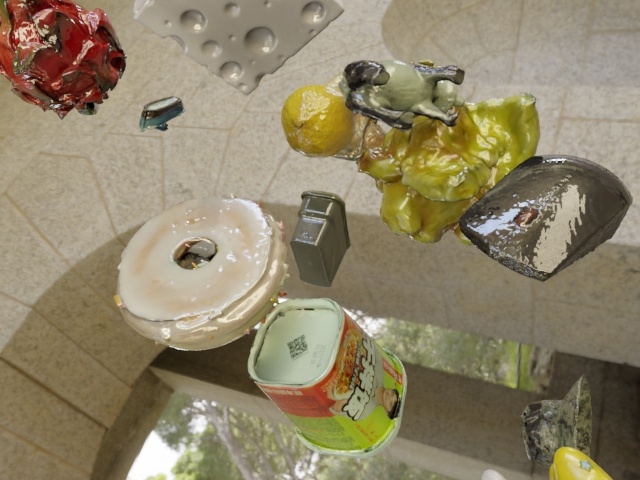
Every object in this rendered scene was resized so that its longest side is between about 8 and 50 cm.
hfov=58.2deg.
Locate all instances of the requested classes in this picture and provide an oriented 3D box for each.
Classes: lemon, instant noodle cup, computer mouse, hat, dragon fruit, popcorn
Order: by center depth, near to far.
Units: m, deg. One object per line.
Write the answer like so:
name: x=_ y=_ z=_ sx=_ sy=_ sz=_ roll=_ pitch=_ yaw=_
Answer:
computer mouse: x=0.342 y=-0.055 z=0.844 sx=0.295 sy=0.168 sz=0.087 roll=-30 pitch=-38 yaw=-33
popcorn: x=0.240 y=-0.136 z=1.030 sx=0.290 sy=0.326 sz=0.321 roll=42 pitch=-157 yaw=-46
dragon fruit: x=-0.492 y=-0.373 z=1.068 sx=0.292 sy=0.234 sz=0.233 roll=91 pitch=-157 yaw=-44
hat: x=0.490 y=0.408 z=1.207 sx=0.266 sy=0.129 sz=0.265 roll=13 pitch=-105 yaw=-59
instant noodle cup: x=0.011 y=0.286 z=1.246 sx=0.307 sy=0.294 sz=0.293 roll=55 pitch=-132 yaw=-42
lemon: x=-0.005 y=-0.325 z=1.574 sx=0.260 sy=0.204 sz=0.204 roll=-15 pitch=-70 yaw=-69

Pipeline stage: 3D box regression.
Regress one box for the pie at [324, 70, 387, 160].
pie: x=0.125 y=-0.419 z=1.907 sx=0.075 sy=0.338 sz=0.337 roll=-93 pitch=1 yaw=-68

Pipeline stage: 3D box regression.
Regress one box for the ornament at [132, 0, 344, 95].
ornament: x=-0.137 y=-0.445 z=0.955 sx=0.240 sy=0.239 sz=0.239 roll=28 pitch=-138 yaw=-40

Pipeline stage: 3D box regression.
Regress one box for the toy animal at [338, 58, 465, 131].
toy animal: x=0.132 y=-0.223 z=0.867 sx=0.225 sy=0.121 sz=0.093 roll=-10 pitch=-62 yaw=-28

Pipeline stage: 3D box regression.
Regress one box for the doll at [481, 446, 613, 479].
doll: x=0.182 y=0.223 z=0.456 sx=0.113 sy=0.135 sz=0.071 roll=-42 pitch=-60 yaw=-22

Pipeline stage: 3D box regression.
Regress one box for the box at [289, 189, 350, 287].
box: x=0.000 y=0.000 z=1.712 sx=0.274 sy=0.139 sz=0.178 roll=74 pitch=-149 yaw=-51

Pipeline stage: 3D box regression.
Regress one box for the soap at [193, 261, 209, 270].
soap: x=-0.390 y=0.032 z=1.843 sx=0.095 sy=0.173 sz=0.289 roll=119 pitch=154 yaw=-62

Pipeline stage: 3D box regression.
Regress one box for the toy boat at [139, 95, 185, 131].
toy boat: x=-0.344 y=-0.268 z=1.241 sx=0.137 sy=0.060 sz=0.060 roll=-53 pitch=-22 yaw=-56

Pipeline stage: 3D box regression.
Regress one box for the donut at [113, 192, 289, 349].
donut: x=-0.245 y=0.067 z=1.234 sx=0.142 sy=0.383 sz=0.382 roll=72 pitch=-145 yaw=-51
